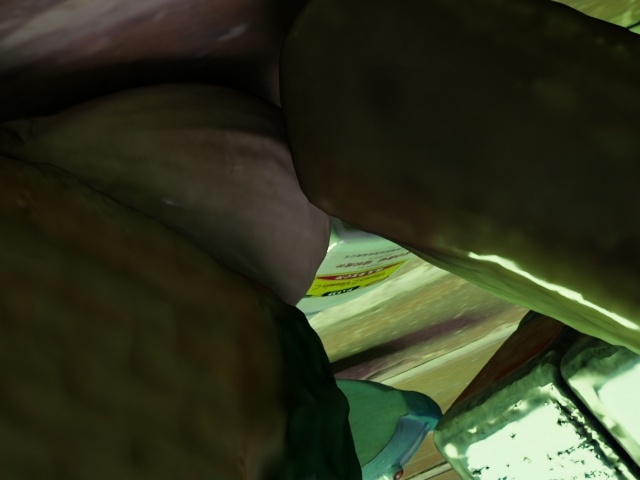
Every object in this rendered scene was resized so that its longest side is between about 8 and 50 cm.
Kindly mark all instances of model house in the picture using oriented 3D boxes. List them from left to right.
[{"bbox_3d":[-0.183,0.197,0.594,0.334,0.343,0.382,28,131,-34],"label":"model house"}]

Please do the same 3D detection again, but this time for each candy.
[{"bbox_3d":[0.100,-0.020,0.639,0.102,0.234,0.104,-68,165,-4],"label":"candy"}]

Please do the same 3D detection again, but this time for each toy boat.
[{"bbox_3d":[-0.017,0.152,1.222,0.215,0.088,0.102,-19,153,-4],"label":"toy boat"}]

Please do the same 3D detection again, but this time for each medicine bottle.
[{"bbox_3d":[0.000,0.000,0.846,0.074,0.055,0.118,-11,160,-37],"label":"medicine bottle"}]

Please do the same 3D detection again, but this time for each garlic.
[{"bbox_3d":[-0.050,-0.013,0.702,0.101,0.087,0.195,-12,168,17],"label":"garlic"}]

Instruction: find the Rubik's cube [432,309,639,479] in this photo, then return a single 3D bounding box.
[{"bbox_3d":[0.297,0.074,0.862,0.305,0.301,0.304,-36,-173,47],"label":"Rubik's cube"}]
